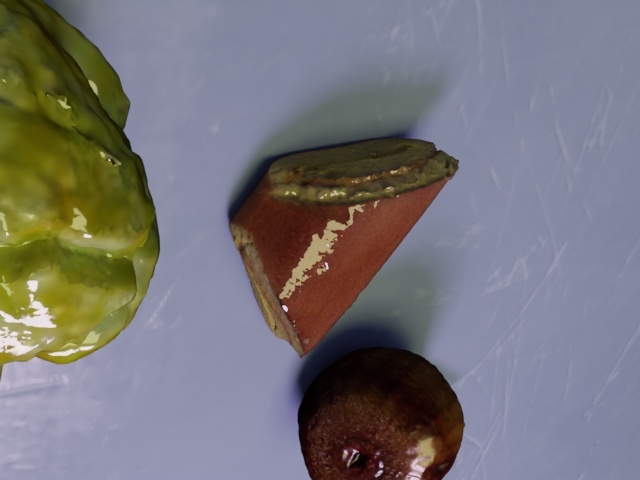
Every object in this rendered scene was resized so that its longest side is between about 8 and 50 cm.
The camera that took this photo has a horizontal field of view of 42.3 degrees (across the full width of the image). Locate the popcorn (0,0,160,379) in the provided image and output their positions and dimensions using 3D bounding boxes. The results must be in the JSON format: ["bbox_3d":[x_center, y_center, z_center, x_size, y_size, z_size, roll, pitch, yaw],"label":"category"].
[{"bbox_3d":[-0.165,-0.010,0.365,0.198,0.198,0.212,6,126,-38],"label":"popcorn"}]

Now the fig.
[{"bbox_3d":[0.079,0.148,0.732,0.146,0.134,0.201,-36,168,38],"label":"fig"}]

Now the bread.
[{"bbox_3d":[0.001,0.001,0.576,0.119,0.067,0.192,20,112,-43],"label":"bread"}]
